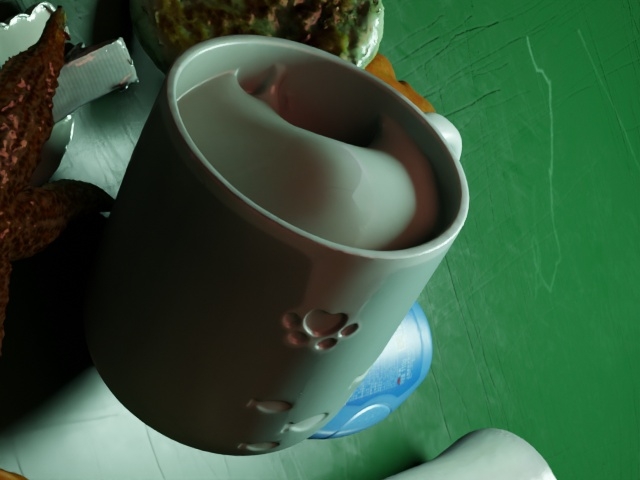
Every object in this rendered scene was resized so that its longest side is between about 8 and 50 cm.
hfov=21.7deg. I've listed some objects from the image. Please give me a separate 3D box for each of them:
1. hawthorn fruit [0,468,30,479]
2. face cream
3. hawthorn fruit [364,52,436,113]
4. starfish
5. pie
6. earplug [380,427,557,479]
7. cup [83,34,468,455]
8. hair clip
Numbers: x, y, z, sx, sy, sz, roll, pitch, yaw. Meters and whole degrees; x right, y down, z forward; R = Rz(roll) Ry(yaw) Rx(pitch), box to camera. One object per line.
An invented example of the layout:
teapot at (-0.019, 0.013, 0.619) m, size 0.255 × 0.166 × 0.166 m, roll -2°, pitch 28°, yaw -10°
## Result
hawthorn fruit at (-0.265, 0.235, 1.224) m, size 0.173 × 0.173 × 0.179 m, roll -27°, pitch 102°, yaw -49°
face cream at (0.006, 0.121, 1.633) m, size 0.264 × 0.083 × 0.149 m, roll -11°, pitch 94°, yaw -52°
hawthorn fruit at (0.018, -0.091, 1.598) m, size 0.189 × 0.189 × 0.189 m, roll 7°, pitch 82°, yaw -51°
starfish at (-0.266, -0.001, 1.282) m, size 0.347 × 0.078 × 0.358 m, roll -26°, pitch 115°, yaw -49°
pie at (-0.056, -0.212, 1.517) m, size 0.240 × 0.054 × 0.240 m, roll 3°, pitch 71°, yaw -8°
earplug at (0.091, 0.302, 1.676) m, size 0.301 × 0.172 × 0.172 m, roll -9°, pitch 94°, yaw -46°
cup at (-0.021, 0.004, 1.413) m, size 0.259 × 0.274 × 0.357 m, roll 46°, pitch 38°, yaw 21°
hair clip at (-0.244, -0.112, 1.370) m, size 0.220 × 0.054 × 0.140 m, roll -38°, pitch 120°, yaw -44°
